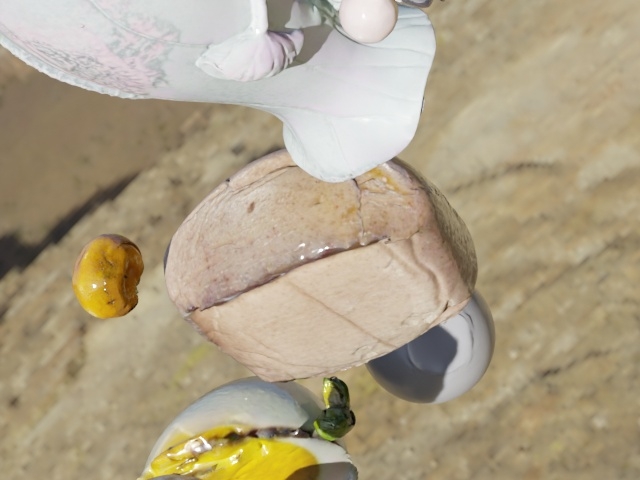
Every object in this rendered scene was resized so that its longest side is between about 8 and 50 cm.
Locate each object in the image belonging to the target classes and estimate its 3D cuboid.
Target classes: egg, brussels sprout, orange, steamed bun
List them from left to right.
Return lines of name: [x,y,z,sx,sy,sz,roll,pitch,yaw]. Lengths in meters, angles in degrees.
orange: [-0.215,0.035,1.641,0.062,0.086,0.086,2,39,18]
egg: [-0.113,0.273,2.106,0.286,0.264,0.174,-15,49,-14]
steamed bun: [0.000,0.000,1.730,0.301,0.251,0.199,-21,54,19]
brussels sprout: [0.020,0.206,2.021,0.046,0.051,0.083,-20,39,31]
egg: [0.136,0.120,2.136,0.176,0.176,0.232,-44,5,4]

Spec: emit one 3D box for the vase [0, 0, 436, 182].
vase: [-0.099,-0.208,1.421,0.250,0.445,0.250,-22,56,38]

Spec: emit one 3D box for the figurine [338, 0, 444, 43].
figurine: [0.055,-0.213,1.021,0.182,0.144,0.256,-54,9,10]

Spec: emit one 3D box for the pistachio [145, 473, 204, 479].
pistachio: [-0.151,0.311,1.508,0.157,0.157,0.229,-28,10,41]
